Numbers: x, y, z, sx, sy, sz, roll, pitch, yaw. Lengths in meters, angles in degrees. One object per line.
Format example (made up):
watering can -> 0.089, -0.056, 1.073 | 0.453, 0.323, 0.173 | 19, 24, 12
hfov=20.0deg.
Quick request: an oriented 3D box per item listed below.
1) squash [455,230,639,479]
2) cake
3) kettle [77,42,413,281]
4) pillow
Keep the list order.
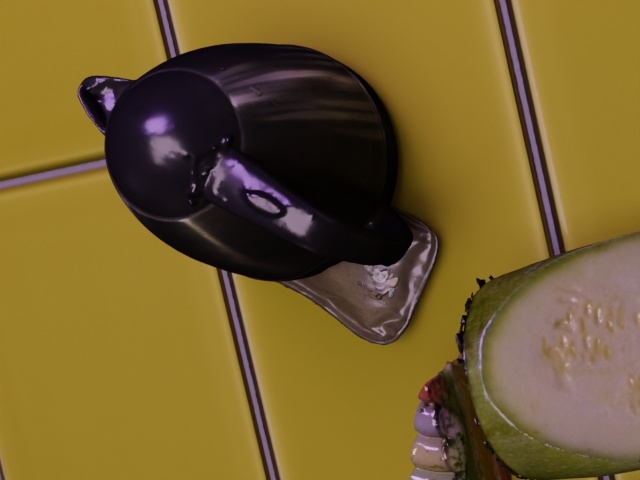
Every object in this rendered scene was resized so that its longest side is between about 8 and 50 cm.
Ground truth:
squash -> 0.261, 0.081, 1.406 | 0.260, 0.189, 0.189 | -17, 93, 36
cake -> 0.109, 0.211, 1.565 | 0.090, 0.109, 0.225 | -8, 98, 31
kettle -> -0.069, -0.053, 1.485 | 0.207, 0.271, 0.251 | -29, 76, 20
pillow -> 0.000, 0.000, 1.621 | 0.217, 0.033, 0.130 | 30, 109, 21
